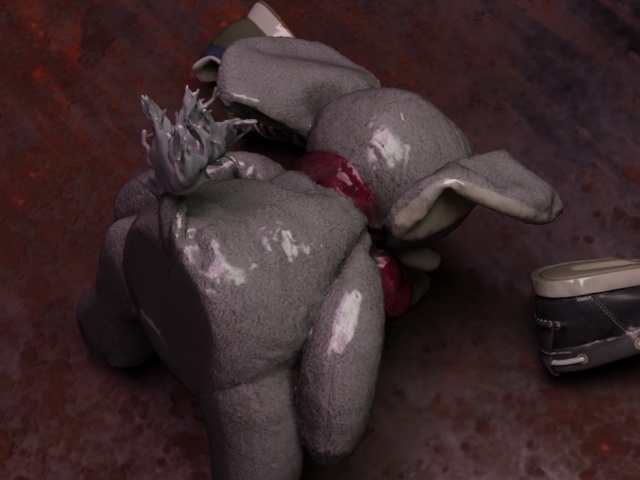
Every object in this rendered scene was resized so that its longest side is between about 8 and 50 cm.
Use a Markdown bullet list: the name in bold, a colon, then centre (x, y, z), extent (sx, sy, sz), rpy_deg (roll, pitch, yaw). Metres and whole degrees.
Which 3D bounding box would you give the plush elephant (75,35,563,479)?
- **plush elephant**: centre (0.000, 0.000, 1.120), extent (0.255, 0.330, 0.272), rpy_deg (-23, 49, -27)

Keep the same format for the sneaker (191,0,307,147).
- **sneaker**: centre (-0.029, -0.099, 1.292), extent (0.086, 0.064, 0.192), rpy_deg (-36, 60, -5)

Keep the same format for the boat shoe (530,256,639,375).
- **boat shoe**: centre (0.263, 0.047, 1.160), extent (0.233, 0.084, 0.079), rpy_deg (-6, 96, -3)
